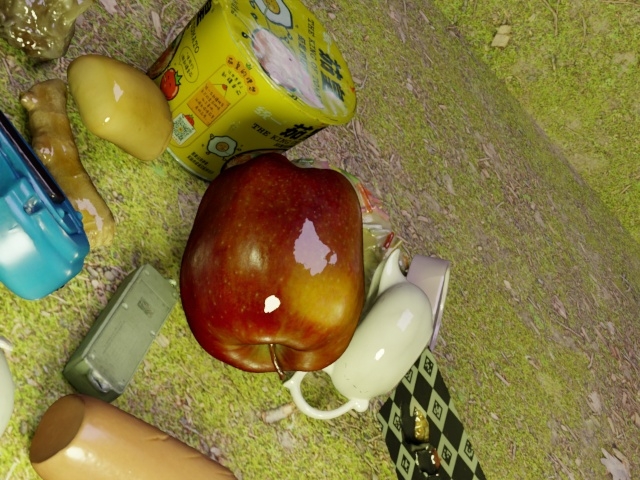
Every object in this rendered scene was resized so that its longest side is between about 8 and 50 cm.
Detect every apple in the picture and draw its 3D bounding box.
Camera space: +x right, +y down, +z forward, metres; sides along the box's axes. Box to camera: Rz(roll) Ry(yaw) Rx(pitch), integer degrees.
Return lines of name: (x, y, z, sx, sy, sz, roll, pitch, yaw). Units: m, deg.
apple: (-0.066, 0.042, 1.674, 0.288, 0.288, 0.317, 25, 65, -43)

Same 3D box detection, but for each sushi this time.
sushi: (0.196, 0.348, 1.811, 0.050, 0.264, 0.290, -5, 57, -25)

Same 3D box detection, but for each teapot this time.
teapot: (0.075, 0.167, 1.825, 0.299, 0.208, 0.166, -42, 98, -19)

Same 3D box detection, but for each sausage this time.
sausage: (-0.206, 0.292, 1.382, 0.304, 0.121, 0.121, 37, 33, -33)

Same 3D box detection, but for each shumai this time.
shumai: (-0.410, -0.388, 1.738, 0.166, 0.175, 0.206, 23, 38, -45)

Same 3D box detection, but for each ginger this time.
ginger: (-0.368, -0.113, 1.629, 0.118, 0.065, 0.299, 24, 38, -54)

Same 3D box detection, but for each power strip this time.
power strip: (-0.266, 0.125, 1.543, 0.078, 0.052, 0.272, 47, 30, -15)

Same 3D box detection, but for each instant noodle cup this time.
instant noodle cup: (-0.135, -0.265, 1.943, 0.325, 0.254, 0.325, 37, 33, -29)

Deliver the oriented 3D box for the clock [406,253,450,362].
clock: (0.187, 0.126, 2.096, 0.068, 0.197, 0.197, 12, 29, 11)

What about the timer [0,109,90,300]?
timer: (-0.404, -0.085, 1.364, 0.340, 0.115, 0.309, 54, -3, -4)

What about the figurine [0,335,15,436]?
figurine: (-0.436, 0.087, 1.226, 0.394, 0.226, 0.274, 60, 5, 37)

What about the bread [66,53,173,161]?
bread: (-0.298, -0.211, 1.760, 0.147, 0.098, 0.217, 63, 11, 15)

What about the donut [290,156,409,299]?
donut: (0.000, -0.007, 1.989, 0.371, 0.150, 0.307, -13, 70, -59)
